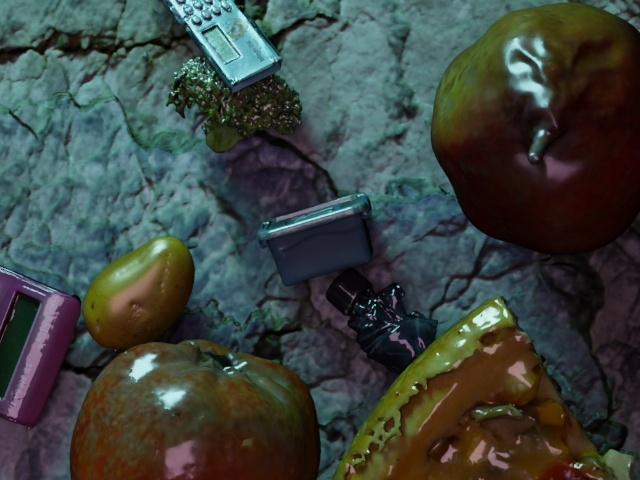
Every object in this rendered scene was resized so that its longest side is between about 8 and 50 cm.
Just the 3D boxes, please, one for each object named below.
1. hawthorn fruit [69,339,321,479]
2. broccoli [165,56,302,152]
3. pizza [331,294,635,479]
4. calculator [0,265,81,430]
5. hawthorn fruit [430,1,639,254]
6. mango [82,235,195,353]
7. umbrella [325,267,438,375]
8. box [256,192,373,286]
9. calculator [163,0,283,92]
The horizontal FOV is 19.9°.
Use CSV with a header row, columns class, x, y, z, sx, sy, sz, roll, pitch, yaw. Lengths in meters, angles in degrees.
class,x,y,z,sx,sy,sz,roll,pitch,yaw
hawthorn fruit,-0.112,0.215,1.512,0.210,0.210,0.262,18,108,7
broccoli,-0.073,-0.118,1.579,0.095,0.097,0.092,49,138,26
pizza,0.183,0.292,1.472,0.406,0.130,0.440,23,109,-4
calculator,-0.313,0.075,1.614,0.190,0.034,0.126,22,92,12
hawthorn fruit,0.188,-0.086,1.453,0.208,0.248,0.208,1,95,7
mango,-0.156,0.045,1.581,0.080,0.060,0.114,38,89,3
umbrella,0.090,0.114,1.553,0.224,0.080,0.071,43,128,9
box,0.000,0.000,1.562,0.099,0.074,0.054,-16,101,6
calculator,-0.097,-0.199,1.567,0.057,0.018,0.172,-28,64,-15
